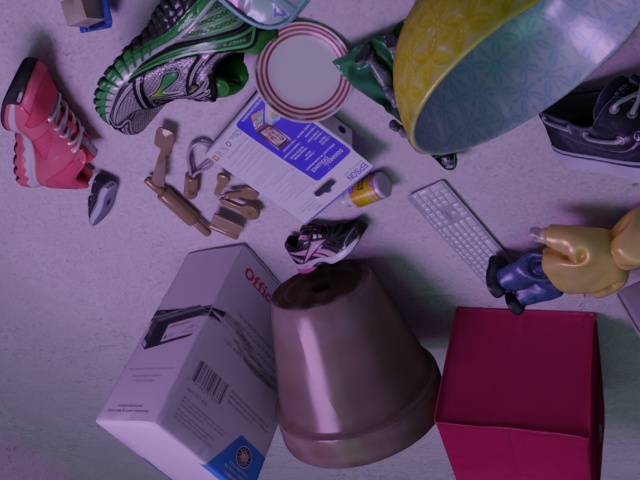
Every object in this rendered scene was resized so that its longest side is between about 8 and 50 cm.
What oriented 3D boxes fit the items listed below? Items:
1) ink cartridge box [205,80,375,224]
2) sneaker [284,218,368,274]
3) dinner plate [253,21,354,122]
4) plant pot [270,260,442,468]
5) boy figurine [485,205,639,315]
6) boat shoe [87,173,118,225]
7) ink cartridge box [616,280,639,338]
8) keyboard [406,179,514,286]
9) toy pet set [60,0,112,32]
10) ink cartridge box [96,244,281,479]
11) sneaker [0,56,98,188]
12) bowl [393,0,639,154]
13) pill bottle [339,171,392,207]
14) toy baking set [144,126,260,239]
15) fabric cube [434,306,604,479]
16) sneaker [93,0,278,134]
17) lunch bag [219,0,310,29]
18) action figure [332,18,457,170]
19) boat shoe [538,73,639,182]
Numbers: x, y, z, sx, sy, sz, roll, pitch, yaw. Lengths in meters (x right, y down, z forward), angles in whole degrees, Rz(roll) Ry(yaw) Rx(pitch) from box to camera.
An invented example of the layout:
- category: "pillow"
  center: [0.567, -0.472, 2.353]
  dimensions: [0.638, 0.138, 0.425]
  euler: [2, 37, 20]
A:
- category: "ink cartridge box"
  center: [-0.048, -0.136, 1.121]
  dimensions: [0.208, 0.045, 0.206]
  euler: [36, 139, -16]
- category: "sneaker"
  center: [0.000, 0.000, 1.250]
  dimensions: [0.178, 0.072, 0.077]
  euler: [-29, 110, 38]
- category: "dinner plate"
  center: [-0.023, -0.233, 0.988]
  dimensions: [0.141, 0.017, 0.141]
  euler: [2, 117, 5]
- category: "plant pot"
  center: [0.043, 0.199, 1.303]
  dimensions: [0.323, 0.323, 0.280]
  euler: [-6, 112, 30]
- category: "boy figurine"
  center: [0.389, 0.025, 1.078]
  dimensions: [0.177, 0.092, 0.285]
  euler: [37, 136, -25]
- category: "boat shoe"
  center: [-0.424, -0.079, 1.365]
  dimensions: [0.040, 0.049, 0.142]
  euler: [43, 139, 2]
- category: "ink cartridge box"
  center: [0.610, 0.154, 1.066]
  dimensions: [0.211, 0.121, 0.289]
  euler: [-31, 123, 17]
- category: "keyboard"
  center: [0.245, -0.003, 1.178]
  dimensions: [0.072, 0.014, 0.256]
  euler: [-21, 127, 40]
- category: "toy pet set"
  center: [-0.322, -0.356, 0.988]
  dimensions: [0.122, 0.065, 0.114]
  euler: [-10, 98, 29]
- category: "ink cartridge box"
  center: [-0.199, 0.248, 1.375]
  dimensions: [0.166, 0.394, 0.285]
  euler: [-7, 134, 34]
- category: "sneaker"
  center: [-0.445, -0.189, 1.208]
  dimensions: [0.136, 0.115, 0.313]
  euler: [14, 150, -8]
- category: "bowl"
  center: [0.187, -0.240, 0.775]
  dimensions: [0.156, 0.290, 0.289]
  euler: [62, 144, 17]
- category: "pill bottle"
  center: [0.070, -0.078, 1.141]
  dimensions: [0.083, 0.043, 0.043]
  euler: [-19, 128, 38]
- category: "toy baking set"
  center: [-0.215, -0.098, 1.262]
  dimensions: [0.197, 0.030, 0.256]
  euler: [-26, 124, 39]
- category: "fabric cube"
  center: [0.372, 0.299, 1.295]
  dimensions: [0.259, 0.254, 0.258]
  euler: [1, 136, 24]
- category: "sneaker"
  center: [-0.194, -0.231, 0.983]
  dimensions: [0.146, 0.134, 0.344]
  euler: [47, 136, -13]
- category: "lunch bag"
  center: [-0.084, -0.372, 0.760]
  dimensions: [0.279, 0.107, 0.224]
  euler: [36, 121, -19]
- category: "action figure"
  center: [0.134, -0.181, 0.979]
  dimensions: [0.137, 0.063, 0.232]
  euler: [-16, 133, 32]
- category: "boat shoe"
  center: [0.360, -0.139, 0.811]
  dimensions: [0.102, 0.108, 0.301]
  euler: [51, 173, -19]
